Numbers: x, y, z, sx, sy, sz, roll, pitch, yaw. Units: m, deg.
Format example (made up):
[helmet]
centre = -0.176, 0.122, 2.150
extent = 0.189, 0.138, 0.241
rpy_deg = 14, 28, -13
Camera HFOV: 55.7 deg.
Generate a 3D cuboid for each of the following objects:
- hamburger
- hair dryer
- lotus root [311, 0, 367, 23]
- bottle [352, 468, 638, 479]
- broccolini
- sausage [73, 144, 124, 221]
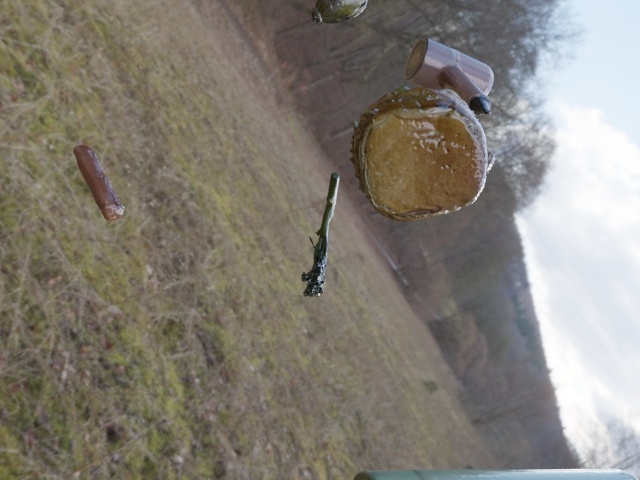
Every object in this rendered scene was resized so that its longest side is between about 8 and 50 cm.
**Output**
[hamburger]
centre = 0.164, -0.155, 1.093
extent = 0.245, 0.260, 0.211
rpy_deg = 32, 27, -11
[hair dryer]
centre = 0.309, -0.320, 1.293
extent = 0.189, 0.106, 0.344
rpy_deg = 19, 28, -17
[lotus root]
centre = 0.028, -0.373, 0.953
extent = 0.054, 0.099, 0.049
rpy_deg = 71, -5, -69
[bottle]
centre = 0.122, 0.190, 0.405
extent = 0.072, 0.202, 0.072
rpy_deg = -174, -90, -74
[broccolini]
centre = 0.001, -0.009, 1.260
extent = 0.123, 0.062, 0.271
rpy_deg = -148, -111, -78
[sausage]
centre = -0.350, -0.095, 0.944
extent = 0.036, 0.042, 0.158
rpy_deg = -7, 53, -46
